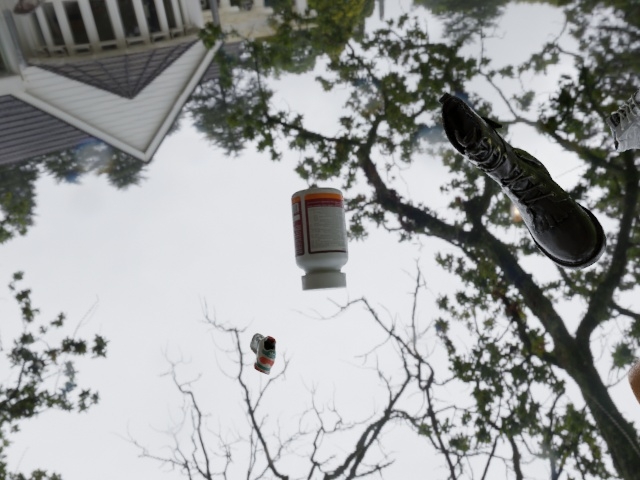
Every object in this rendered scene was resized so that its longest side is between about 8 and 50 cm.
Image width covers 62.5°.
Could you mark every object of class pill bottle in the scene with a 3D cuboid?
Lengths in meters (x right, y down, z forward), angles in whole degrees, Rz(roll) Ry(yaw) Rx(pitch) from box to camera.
[{"bbox_3d":[0.000,0.000,1.180,0.121,0.221,0.121,-4,172,-1],"label":"pill bottle"}]

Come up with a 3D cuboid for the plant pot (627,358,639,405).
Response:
[{"bbox_3d":[0.770,0.296,1.051,0.291,0.203,0.290,30,-146,-23],"label":"plant pot"}]

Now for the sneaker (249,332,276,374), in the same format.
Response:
[{"bbox_3d":[-0.135,0.265,1.325,0.057,0.075,0.161,25,-167,-18],"label":"sneaker"}]

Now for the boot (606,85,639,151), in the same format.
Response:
[{"bbox_3d":[0.704,-0.283,1.171,0.124,0.258,0.095,-16,-126,24],"label":"boot"}]

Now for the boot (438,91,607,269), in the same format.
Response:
[{"bbox_3d":[0.275,-0.087,0.759,0.229,0.091,0.262,25,-149,-37],"label":"boot"}]
